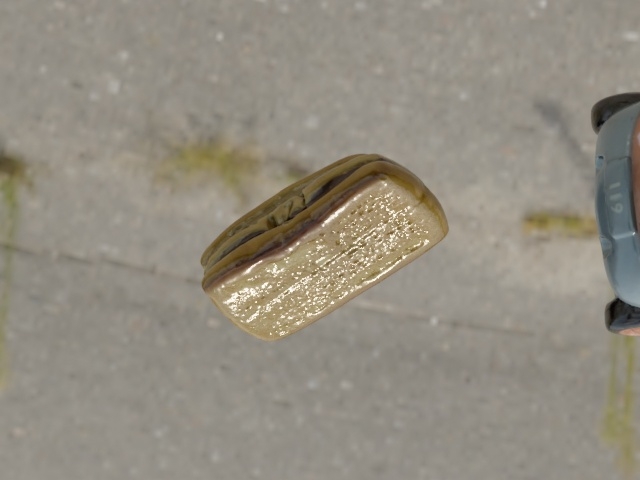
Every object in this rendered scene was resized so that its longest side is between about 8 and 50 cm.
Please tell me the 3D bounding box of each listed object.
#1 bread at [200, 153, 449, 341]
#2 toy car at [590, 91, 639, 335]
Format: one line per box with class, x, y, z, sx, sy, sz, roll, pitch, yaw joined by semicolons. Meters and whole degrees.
bread;0.000;0.000;1.559;0.200;0.077;0.116;-33;132;18
toy car;0.337;-0.025;1.448;0.212;0.180;0.271;-12;166;41
